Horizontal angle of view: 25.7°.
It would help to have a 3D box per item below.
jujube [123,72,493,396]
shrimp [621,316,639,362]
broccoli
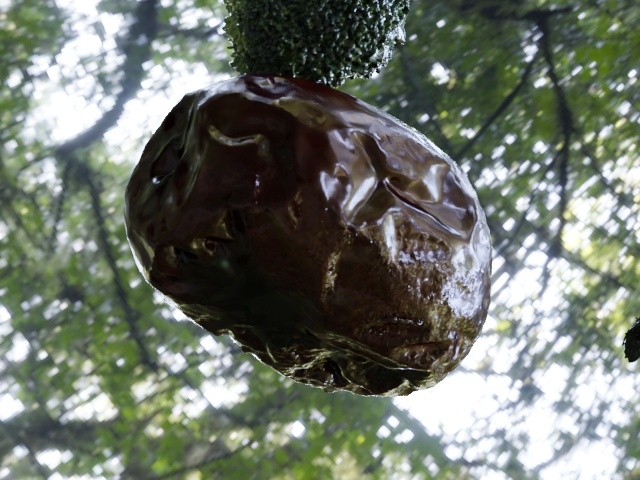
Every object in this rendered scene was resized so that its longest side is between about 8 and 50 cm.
[{"bbox_3d":[0.002,0.000,1.343,0.377,0.276,0.276,22,-35,-36],"label":"jujube"},{"bbox_3d":[0.370,0.069,1.512,0.034,0.091,0.161,47,-64,22],"label":"shrimp"},{"bbox_3d":[-0.002,-0.249,1.424,0.198,0.176,0.226,24,-75,-15],"label":"broccoli"}]
